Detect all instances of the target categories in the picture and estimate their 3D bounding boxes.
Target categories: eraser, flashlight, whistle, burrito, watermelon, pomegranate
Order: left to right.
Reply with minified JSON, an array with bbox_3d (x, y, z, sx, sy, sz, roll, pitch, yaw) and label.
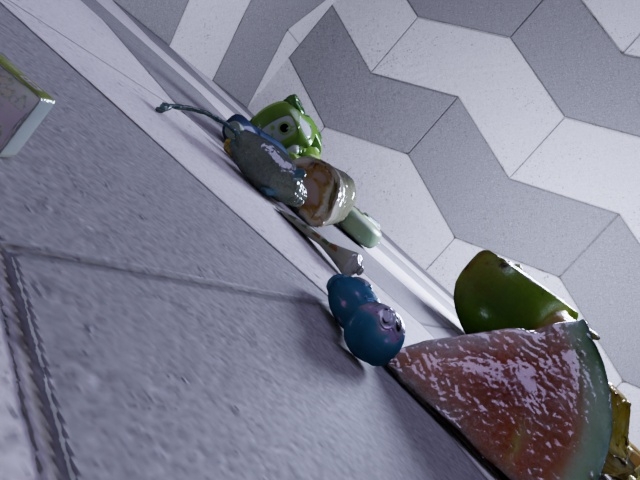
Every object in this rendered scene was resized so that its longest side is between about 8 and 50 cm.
[{"bbox_3d":[-0.173,-0.081,0.276,0.083,0.038,0.019,42,9,-4],"label":"eraser"},{"bbox_3d":[-0.002,-0.097,1.074,0.143,0.105,0.299,37,8,2],"label":"burrito"},{"bbox_3d":[0.056,-0.060,1.319,0.258,0.067,0.126,34,9,-34],"label":"whistle"},{"bbox_3d":[0.031,0.063,0.497,0.051,0.051,0.129,38,2,-23],"label":"flashlight"},{"bbox_3d":[0.152,0.164,0.533,0.202,0.136,0.207,5,39,2],"label":"watermelon"},{"bbox_3d":[0.461,0.191,1.349,0.309,0.216,0.359,32,13,-38],"label":"pomegranate"}]

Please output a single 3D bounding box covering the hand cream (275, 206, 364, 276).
[{"bbox_3d":[0.000,0.000,0.793,0.165,0.037,0.057,39,4,36],"label":"hand cream"}]

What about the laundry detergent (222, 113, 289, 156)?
[{"bbox_3d":[-0.131,-0.191,1.124,0.097,0.061,0.206,52,10,17],"label":"laundry detergent"}]

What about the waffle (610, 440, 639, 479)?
[{"bbox_3d":[0.684,0.517,1.116,0.304,0.077,0.348,42,7,-1],"label":"waffle"}]

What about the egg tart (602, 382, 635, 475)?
[{"bbox_3d":[0.470,0.290,1.092,0.341,0.132,0.341,38,9,-7],"label":"egg tart"}]

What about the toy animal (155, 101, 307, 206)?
[{"bbox_3d":[-0.115,-0.136,0.836,0.252,0.070,0.079,37,0,-21],"label":"toy animal"}]

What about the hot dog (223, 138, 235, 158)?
[{"bbox_3d":[-0.103,-0.115,0.927,0.137,0.028,0.044,41,32,14],"label":"hot dog"}]

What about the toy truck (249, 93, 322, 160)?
[{"bbox_3d":[-0.067,-0.216,1.366,0.187,0.148,0.211,36,28,-63],"label":"toy truck"}]
